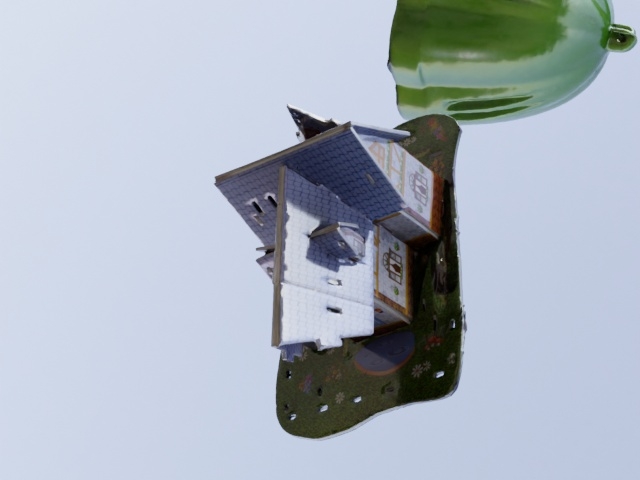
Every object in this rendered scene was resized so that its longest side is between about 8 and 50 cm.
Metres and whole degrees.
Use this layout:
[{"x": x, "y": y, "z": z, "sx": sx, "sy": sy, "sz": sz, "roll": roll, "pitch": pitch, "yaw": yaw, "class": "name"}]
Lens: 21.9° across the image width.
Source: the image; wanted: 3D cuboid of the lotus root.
[{"x": 0.160, "y": -0.165, "z": 1.264, "sx": 0.186, "sy": 0.186, "sz": 0.186, "roll": -26, "pitch": -127, "yaw": 40, "class": "lotus root"}]

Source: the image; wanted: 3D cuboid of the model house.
[{"x": 0.000, "y": 0.000, "z": 0.798, "sx": 0.117, "sy": 0.088, "sz": 0.167, "roll": -18, "pitch": -125, "yaw": 34, "class": "model house"}]
